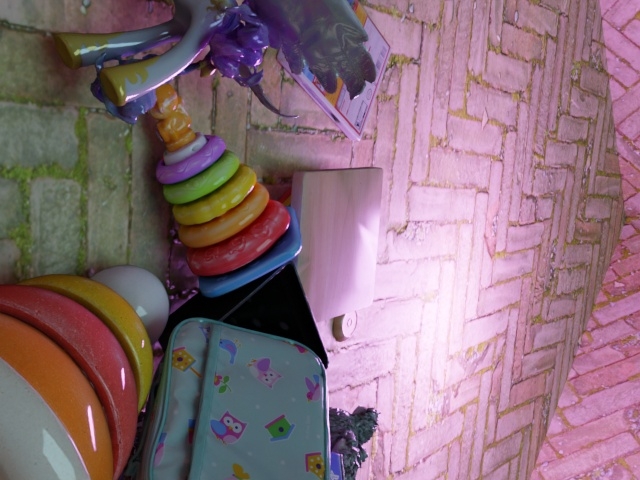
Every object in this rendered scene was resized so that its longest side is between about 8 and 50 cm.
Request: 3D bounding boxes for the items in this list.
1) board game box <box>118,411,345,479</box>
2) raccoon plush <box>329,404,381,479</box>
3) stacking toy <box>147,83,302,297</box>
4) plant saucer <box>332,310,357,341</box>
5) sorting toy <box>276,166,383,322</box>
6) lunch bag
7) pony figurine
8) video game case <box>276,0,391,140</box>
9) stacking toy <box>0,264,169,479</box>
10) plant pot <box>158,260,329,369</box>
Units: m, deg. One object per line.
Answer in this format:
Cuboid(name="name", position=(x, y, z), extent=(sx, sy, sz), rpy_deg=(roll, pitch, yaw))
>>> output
Cuboid(name="board game box", position=(-0.141, 0.374, 1.114), extent=(0.141, 0.290, 0.232), rpy_deg=(-97, -152, -52))
Cuboid(name="raccoon plush", position=(0.023, 0.448, 1.372), extent=(0.446, 0.299, 0.216), rpy_deg=(54, 24, -23))
Cuboid(name="stacking toy", position=(-0.161, -0.086, 1.185), extent=(0.302, 0.165, 0.175), rpy_deg=(61, 6, -24))
Cuboid(name="plant saucer", position=(0.052, 0.161, 1.692), extent=(0.083, 0.015, 0.084), rpy_deg=(-23, 118, -53))
Cuboid(name="sorting toy", position=(0.000, 0.000, 1.497), extent=(0.255, 0.089, 0.257), rpy_deg=(-10, 107, -56))
Cuboid(name="lunch bag", position=(-0.105, 0.231, 1.002), extent=(0.108, 0.224, 0.279), rpy_deg=(-56, -157, 39))
Cuboid(name="pony figurine", position=(-0.133, -0.288, 1.045), extent=(0.363, 0.302, 0.351), rpy_deg=(-31, 103, -30))
Cuboid(name="video game case", position=(0.033, -0.331, 1.517), extent=(0.285, 0.025, 0.204), rpy_deg=(40, 66, -54))
Cuboid(name="stacking toy", position=(-0.292, 0.149, 0.942), extent=(0.480, 0.350, 0.351), rpy_deg=(-49, 139, -61))
Cuboid(name="plant pot", position=(-0.127, 0.151, 1.252), extent=(0.187, 0.166, 0.188), rpy_deg=(-42, 122, -44))
